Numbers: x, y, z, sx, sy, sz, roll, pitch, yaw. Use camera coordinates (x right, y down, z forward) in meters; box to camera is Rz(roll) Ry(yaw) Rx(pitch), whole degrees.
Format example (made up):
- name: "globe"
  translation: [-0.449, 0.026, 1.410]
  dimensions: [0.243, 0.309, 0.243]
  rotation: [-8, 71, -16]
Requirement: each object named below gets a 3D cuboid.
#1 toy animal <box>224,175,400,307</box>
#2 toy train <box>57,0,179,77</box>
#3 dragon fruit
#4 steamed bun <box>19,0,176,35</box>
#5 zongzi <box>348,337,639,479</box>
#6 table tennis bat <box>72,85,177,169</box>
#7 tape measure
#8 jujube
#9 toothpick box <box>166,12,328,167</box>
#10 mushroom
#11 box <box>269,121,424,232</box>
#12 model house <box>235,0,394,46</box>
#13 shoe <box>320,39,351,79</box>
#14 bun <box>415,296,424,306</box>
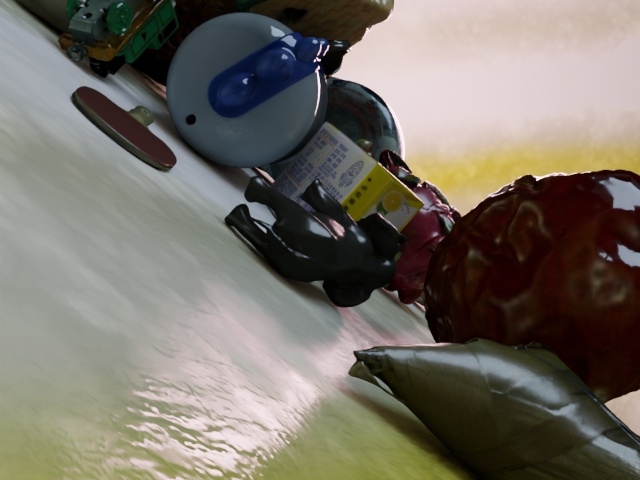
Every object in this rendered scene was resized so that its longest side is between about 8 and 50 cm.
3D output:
- name: "toy animal"
  translation: [-0.001, 0.005, 1.093]
  dimensions: [0.146, 0.115, 0.245]
  rotation: [36, 25, 28]
- name: "toy train"
  translation: [-0.281, -0.317, 1.361]
  dimensions: [0.091, 0.228, 0.136]
  rotation: [17, -31, 24]
- name: "dragon fruit"
  translation: [0.136, -0.028, 1.626]
  dimensions: [0.198, 0.218, 0.273]
  rotation: [77, -2, -50]
- name: "steamed bun"
  translation: [-0.358, -0.451, 1.573]
  dimensions: [0.247, 0.236, 0.383]
  rotation: [36, 6, -19]
- name: "zongzi"
  translation: [0.185, 0.188, 0.804]
  dimensions: [0.289, 0.123, 0.260]
  rotation: [16, 24, -52]
- name: "table tennis bat"
  translation: [-0.225, -0.136, 1.118]
  dimensions: [0.138, 0.022, 0.246]
  rotation: [39, 8, -10]
- name: "tape measure"
  translation: [0.025, -0.175, 1.793]
  dimensions: [0.275, 0.256, 0.147]
  rotation: [36, 1, 17]
- name: "jujube"
  translation: [0.264, 0.070, 1.105]
  dimensions: [0.276, 0.276, 0.377]
  rotation: [40, -19, 2]
- name: "toothpick box"
  translation: [-0.100, -0.236, 1.467]
  dimensions: [0.263, 0.263, 0.355]
  rotation: [39, 7, -3]
- name: "mushroom"
  translation: [-0.275, -0.413, 1.852]
  dimensions: [0.297, 0.278, 0.163]
  rotation: [27, 31, -10]
- name: "box"
  translation: [0.025, -0.060, 1.390]
  dimensions: [0.097, 0.168, 0.265]
  rotation: [40, 4, -25]
- name: "model house"
  translation: [-0.086, -0.545, 1.708]
  dimensions: [0.342, 0.334, 0.382]
  rotation: [6, 65, -41]
- name: "shoe"
  translation: [-0.040, -0.290, 1.712]
  dimensions: [0.108, 0.241, 0.093]
  rotation: [-16, 90, -58]
- name: "bun"
  translation: [0.195, 0.079, 1.786]
  dimensions: [0.138, 0.094, 0.138]
  rotation: [32, -32, 22]
